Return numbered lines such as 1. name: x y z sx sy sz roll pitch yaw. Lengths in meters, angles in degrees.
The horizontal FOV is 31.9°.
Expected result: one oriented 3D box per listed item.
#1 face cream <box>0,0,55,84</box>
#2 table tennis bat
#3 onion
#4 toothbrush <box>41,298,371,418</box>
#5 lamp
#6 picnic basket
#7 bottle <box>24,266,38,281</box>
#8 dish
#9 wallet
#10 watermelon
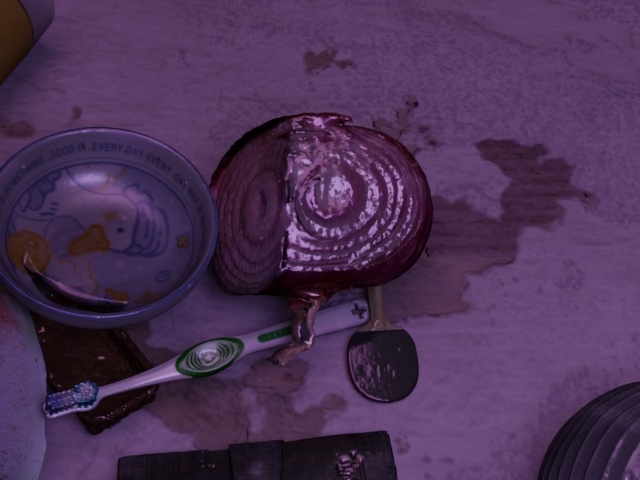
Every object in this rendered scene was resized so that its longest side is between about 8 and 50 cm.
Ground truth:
1. face cream: -0.513 -0.315 1.567 0.218 0.218 0.179 20 59 15
2. table tennis bat: 0.073 0.122 1.360 0.087 0.013 0.157 -2 63 -6
3. onion: 0.005 -0.029 1.351 0.230 0.273 0.256 -1 19 -31
4. toothbrush: -0.122 0.136 1.318 0.417 0.040 0.042 -14 72 -25
5. lamp: 0.348 0.256 1.151 0.265 0.233 0.233 -34 61 -15
6. picnic basket: -0.281 0.143 1.341 0.110 0.055 0.193 -30 59 -26
7. bottle: -0.310 0.007 1.439 0.164 0.060 0.060 -19 57 -11
8. dish: -0.265 0.009 1.351 0.273 0.134 0.273 6 54 -8
9. wallet: -0.067 0.301 1.234 0.316 0.044 0.169 -4 54 -2
10. watermelon: -0.457 0.175 1.232 0.289 0.214 0.320 -6 69 11
